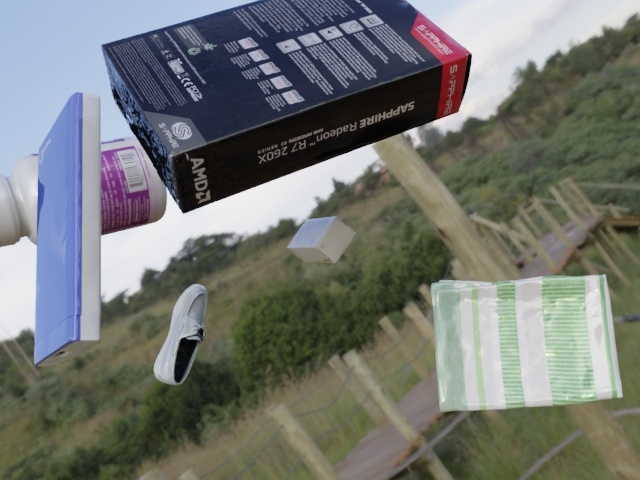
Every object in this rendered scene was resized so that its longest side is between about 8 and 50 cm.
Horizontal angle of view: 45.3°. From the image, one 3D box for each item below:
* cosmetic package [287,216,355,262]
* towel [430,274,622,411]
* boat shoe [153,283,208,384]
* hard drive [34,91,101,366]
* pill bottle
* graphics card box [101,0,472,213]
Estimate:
[{"bbox_3d":[0.000,0.000,1.149,0.060,0.041,0.115,-54,18,-13],"label":"cosmetic package"},{"bbox_3d":[0.375,0.184,1.419,0.325,0.247,0.038,-4,-18,7],"label":"towel"},{"bbox_3d":[-0.286,0.209,1.679,0.079,0.081,0.227,31,-104,-47],"label":"boat shoe"},{"bbox_3d":[-0.338,-0.007,1.019,0.040,0.318,0.210,5,-19,-31],"label":"hard drive"},{"bbox_3d":[-0.443,-0.081,1.368,0.302,0.169,0.169,-15,-13,-28],"label":"pill bottle"},{"bbox_3d":[-0.042,-0.191,0.908,0.371,0.232,0.094,-22,-38,-20],"label":"graphics card box"}]
